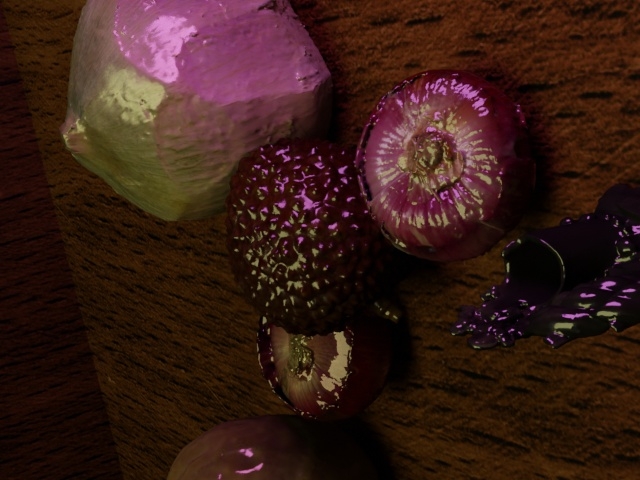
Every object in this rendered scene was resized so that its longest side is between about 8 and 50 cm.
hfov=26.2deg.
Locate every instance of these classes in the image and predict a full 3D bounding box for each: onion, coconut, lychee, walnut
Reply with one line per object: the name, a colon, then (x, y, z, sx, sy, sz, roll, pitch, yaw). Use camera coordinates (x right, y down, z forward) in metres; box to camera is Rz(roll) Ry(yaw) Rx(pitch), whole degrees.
onion: (0.012, 0.150, 2.045, 0.248, 0.161, 0.248, 28, 130, 40)
coconut: (-0.209, -0.214, 2.013, 0.404, 0.404, 0.404, 40, 140, 46)
lychee: (0.000, 0.000, 1.841, 0.304, 0.276, 0.276, 48, 148, 11)
walnut: (-0.081, 0.450, 2.183, 0.381, 0.381, 0.381, 40, 140, 46)
onion: (0.160, -0.085, 1.642, 0.230, 0.163, 0.230, -6, 78, 29)

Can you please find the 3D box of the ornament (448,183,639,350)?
ornament: (0.273, 0.046, 1.380, 0.251, 0.260, 0.106, 16, 126, 57)
